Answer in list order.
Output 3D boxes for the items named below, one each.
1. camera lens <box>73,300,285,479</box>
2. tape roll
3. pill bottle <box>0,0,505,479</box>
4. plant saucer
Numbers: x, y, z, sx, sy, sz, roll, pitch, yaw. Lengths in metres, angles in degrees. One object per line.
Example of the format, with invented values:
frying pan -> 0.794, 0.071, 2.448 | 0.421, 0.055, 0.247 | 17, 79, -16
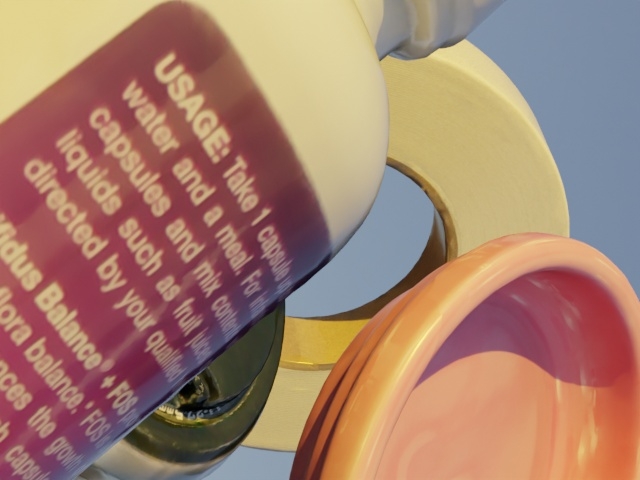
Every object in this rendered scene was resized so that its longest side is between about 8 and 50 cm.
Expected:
camera lens -> -0.173, 0.032, 0.910 | 0.274, 0.219, 0.219 | -13, -113, 30
tape roll -> 0.000, 0.000, 1.392 | 0.072, 0.392, 0.392 | -102, -153, -57
pill bottle -> -0.093, -0.024, 0.412 | 0.301, 0.169, 0.169 | -39, -161, -11
plant saucer -> 0.090, 0.153, 1.104 | 0.084, 0.332, 0.332 | 17, -80, 39
